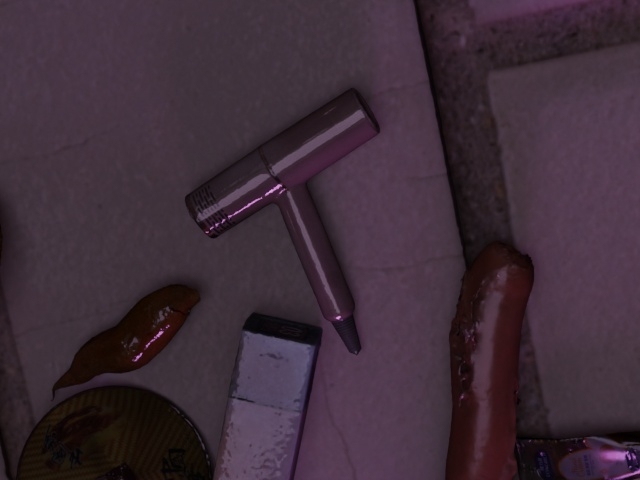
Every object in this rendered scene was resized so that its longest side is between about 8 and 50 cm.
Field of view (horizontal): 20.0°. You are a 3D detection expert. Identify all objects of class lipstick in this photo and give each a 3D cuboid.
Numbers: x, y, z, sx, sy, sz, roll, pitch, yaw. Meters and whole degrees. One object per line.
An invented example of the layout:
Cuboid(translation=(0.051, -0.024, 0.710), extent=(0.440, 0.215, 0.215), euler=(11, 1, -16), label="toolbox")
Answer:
Cuboid(translation=(-0.071, 0.261, 1.774), extent=(0.076, 0.080, 0.371), euler=(12, 102, 3), label="lipstick")

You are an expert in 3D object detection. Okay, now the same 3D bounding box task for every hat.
Cuboid(translation=(-0.193, 0.230, 1.741), extent=(0.193, 0.082, 0.193), euler=(3, 77, -12), label="hat")

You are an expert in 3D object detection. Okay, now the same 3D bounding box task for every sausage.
Cuboid(translation=(0.154, 0.150, 1.730), extent=(0.078, 0.078, 0.304), euler=(6, 100, 6), label="sausage")

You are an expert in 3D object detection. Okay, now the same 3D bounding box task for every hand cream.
Cuboid(translation=(0.268, 0.208, 1.746), extent=(0.163, 0.039, 0.062), euler=(-9, 115, 10), label="hand cream")

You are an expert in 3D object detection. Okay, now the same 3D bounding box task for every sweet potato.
Cuboid(translation=(-0.194, 0.103, 1.775), extent=(0.195, 0.056, 0.056), euler=(-33, 95, 17), label="sweet potato")

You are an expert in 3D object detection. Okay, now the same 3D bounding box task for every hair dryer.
Cuboid(translation=(0.012, -0.004, 1.728), extent=(0.195, 0.053, 0.220), euler=(-33, 96, 11), label="hair dryer")

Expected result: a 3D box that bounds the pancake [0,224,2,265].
Cuboid(translation=(-0.473, -0.005, 1.675), extent=(0.356, 0.356, 0.065), euler=(48, 140, -3), label="pancake")
